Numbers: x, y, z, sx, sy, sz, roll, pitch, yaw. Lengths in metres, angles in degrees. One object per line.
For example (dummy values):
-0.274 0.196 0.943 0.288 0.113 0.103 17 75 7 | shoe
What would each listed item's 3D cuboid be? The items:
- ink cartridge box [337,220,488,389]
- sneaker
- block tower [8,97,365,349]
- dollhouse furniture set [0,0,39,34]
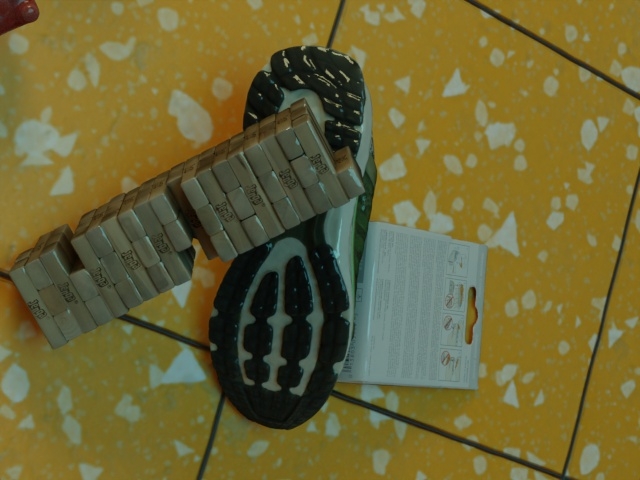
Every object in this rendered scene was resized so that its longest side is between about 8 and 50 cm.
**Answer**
0.106 0.079 1.693 0.224 0.056 0.181 10 83 -51 | ink cartridge box
0.000 0.000 1.558 0.182 0.158 0.410 -18 121 -67 | sneaker
-0.127 -0.021 1.408 0.335 0.091 0.097 -25 107 7 | block tower
-0.318 -0.358 1.361 0.201 0.152 0.374 9 103 -26 | dollhouse furniture set
